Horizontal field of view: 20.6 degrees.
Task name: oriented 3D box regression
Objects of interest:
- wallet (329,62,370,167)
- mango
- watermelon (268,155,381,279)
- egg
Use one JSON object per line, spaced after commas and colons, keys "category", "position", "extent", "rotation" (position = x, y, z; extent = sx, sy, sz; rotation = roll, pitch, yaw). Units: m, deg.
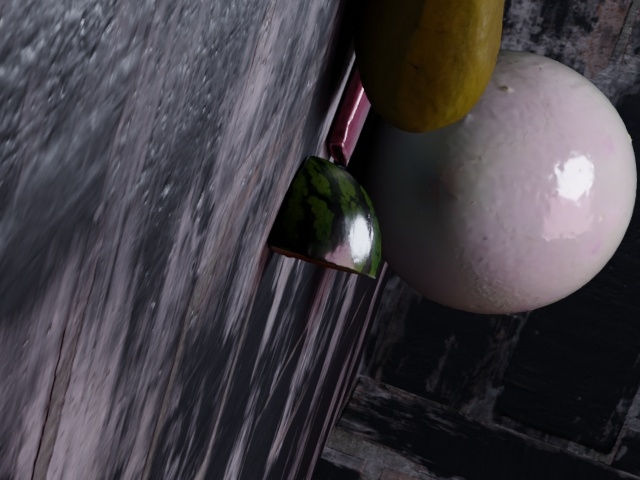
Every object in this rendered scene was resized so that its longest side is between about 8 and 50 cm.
{"category": "wallet", "position": [0.058, -0.196, 1.872], "extent": [0.119, 0.025, 0.232], "rotation": [72, 38, -83]}
{"category": "mango", "position": [0.111, -0.233, 1.658], "extent": [0.332, 0.142, 0.195], "rotation": [102, 3, -53]}
{"category": "watermelon", "position": [0.000, 0.000, 1.685], "extent": [0.094, 0.135, 0.125], "rotation": [-28, -153, 36]}
{"category": "egg", "position": [0.211, -0.073, 2.275], "extent": [0.340, 0.354, 0.355], "rotation": [-9, 120, -67]}
